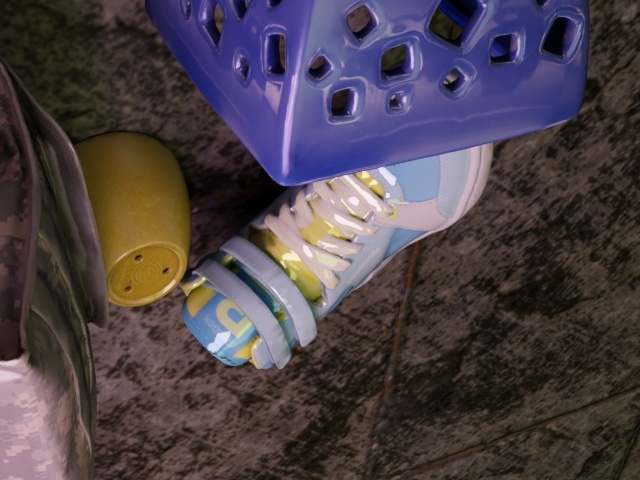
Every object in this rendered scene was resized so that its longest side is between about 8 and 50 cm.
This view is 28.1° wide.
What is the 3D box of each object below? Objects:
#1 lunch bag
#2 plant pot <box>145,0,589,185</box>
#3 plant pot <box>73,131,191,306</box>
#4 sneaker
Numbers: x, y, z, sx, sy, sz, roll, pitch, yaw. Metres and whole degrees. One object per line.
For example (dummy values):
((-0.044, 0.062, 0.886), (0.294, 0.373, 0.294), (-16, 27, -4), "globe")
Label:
((-0.229, 0.028, 0.840), (0.169, 0.287, 0.235), (-3, 141, -4), "lunch bag")
((0.032, -0.201, 0.830), (0.236, 0.236, 0.212), (-15, 133, -23), "plant pot")
((-0.155, -0.004, 1.010), (0.134, 0.095, 0.134), (-20, 141, -17), "plant pot")
((0.000, 0.000, 0.996), (0.208, 0.127, 0.319), (-39, 171, -34), "sneaker")
